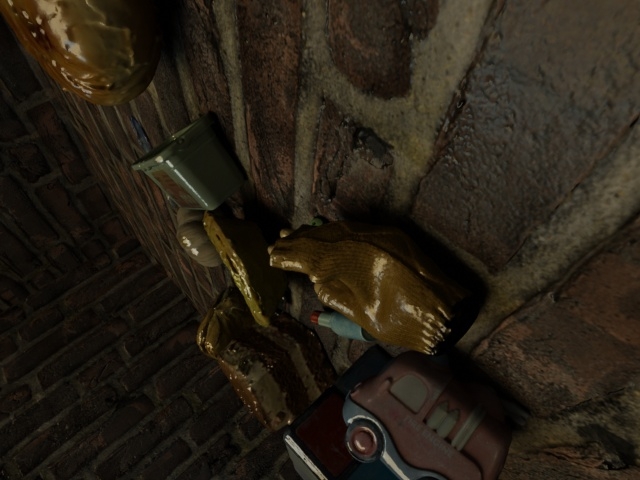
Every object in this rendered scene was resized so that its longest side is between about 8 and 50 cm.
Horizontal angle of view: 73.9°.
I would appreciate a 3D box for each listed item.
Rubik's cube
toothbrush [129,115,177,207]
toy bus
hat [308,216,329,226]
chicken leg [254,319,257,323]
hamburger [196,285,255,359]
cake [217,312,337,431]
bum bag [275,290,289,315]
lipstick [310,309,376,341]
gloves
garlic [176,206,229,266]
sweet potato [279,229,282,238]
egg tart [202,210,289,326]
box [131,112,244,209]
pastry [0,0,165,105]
[{"bbox_3d":[0.132,0.506,1.017,0.316,0.318,0.313,38,150,27],"label":"Rubik's cube"},{"bbox_3d":[-0.612,-0.277,1.577,0.042,0.035,0.413,38,152,34],"label":"toothbrush"},{"bbox_3d":[0.203,0.326,0.779,0.294,0.231,0.197,36,-173,27],"label":"toy bus"},{"bbox_3d":[0.000,0.000,0.873,0.077,0.059,0.076,30,153,30],"label":"hat"},{"bbox_3d":[-0.189,0.347,1.650,0.069,0.085,0.197,-105,-6,-46],"label":"chicken leg"},{"bbox_3d":[-0.340,0.315,1.621,0.145,0.283,0.259,17,160,37],"label":"hamburger"},{"bbox_3d":[-0.149,0.426,1.433,0.256,0.290,0.281,17,135,50],"label":"cake"},{"bbox_3d":[-0.210,0.151,1.410,0.326,0.080,0.142,24,139,47],"label":"bum bag"},{"bbox_3d":[0.047,0.202,1.054,0.068,0.061,0.274,57,155,-14],"label":"lipstick"},{"bbox_3d":[0.078,0.057,0.699,0.357,0.155,0.203,23,152,21],"label":"gloves"},{"bbox_3d":[-0.345,-0.026,1.311,0.227,0.152,0.228,59,-173,-12],"label":"garlic"},{"bbox_3d":[-0.087,0.032,1.083,0.044,0.044,0.179,40,154,25],"label":"sweet potato"},{"bbox_3d":[-0.181,0.058,1.111,0.345,0.133,0.345,58,169,18],"label":"egg tart"},{"bbox_3d":[-0.329,-0.180,1.084,0.182,0.175,0.312,53,157,-24],"label":"box"},{"bbox_3d":[-0.457,-0.464,0.811,0.410,0.245,0.409,37,153,23],"label":"pastry"}]
